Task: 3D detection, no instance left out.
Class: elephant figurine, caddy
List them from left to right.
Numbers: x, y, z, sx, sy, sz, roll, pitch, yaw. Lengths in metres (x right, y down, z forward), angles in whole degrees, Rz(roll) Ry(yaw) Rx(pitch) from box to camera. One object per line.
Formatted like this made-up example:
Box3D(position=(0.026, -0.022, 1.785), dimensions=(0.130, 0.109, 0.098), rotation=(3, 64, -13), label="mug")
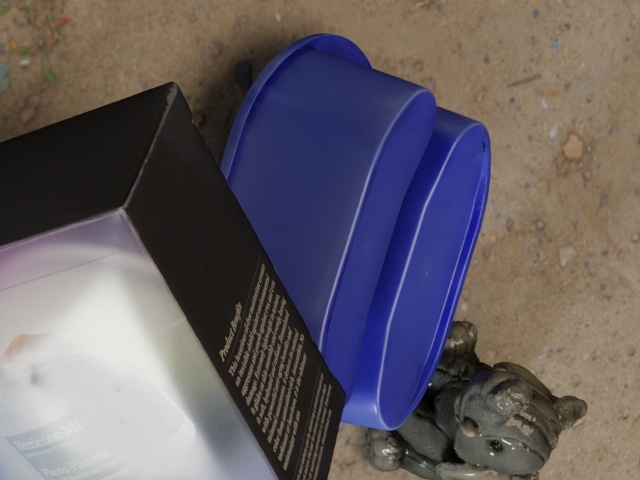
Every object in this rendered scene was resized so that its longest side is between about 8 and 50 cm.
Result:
Box3D(position=(0.000, 0.000, 1.550), dimensions=(0.241, 0.179, 0.341), rotation=(24, 83, -60), label="caddy")
Box3D(position=(0.154, 0.170, 1.649), dimensions=(0.186, 0.239, 0.169), rotation=(-7, 102, -35), label="elephant figurine")

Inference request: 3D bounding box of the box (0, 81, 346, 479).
Box3D(position=(-0.183, 0.088, 1.333), dimensions=(0.294, 0.296, 0.182), rotation=(62, 22, -26), label="box")
